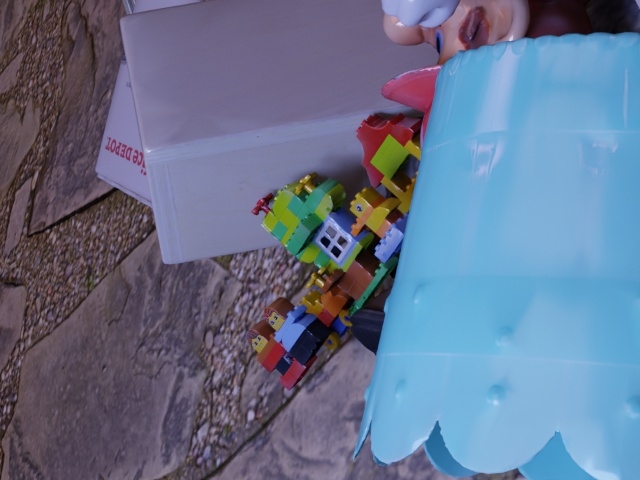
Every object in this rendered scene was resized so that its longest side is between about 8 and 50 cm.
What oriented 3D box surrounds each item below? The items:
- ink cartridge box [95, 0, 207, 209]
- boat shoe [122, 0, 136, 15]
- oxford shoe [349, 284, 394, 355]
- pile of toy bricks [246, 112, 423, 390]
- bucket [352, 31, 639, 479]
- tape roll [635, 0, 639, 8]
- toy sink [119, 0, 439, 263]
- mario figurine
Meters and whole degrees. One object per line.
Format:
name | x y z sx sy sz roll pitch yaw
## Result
ink cartridge box | -0.086 -0.161 1.563 0.197 0.114 0.273 26 102 63
boat shoe | -0.175 -0.307 1.820 0.094 0.109 0.302 -54 37 45
oxford shoe | 0.087 0.043 1.186 0.096 0.083 0.227 -54 10 -19
pile of toy bricks | 0.000 0.000 1.269 0.105 0.118 0.212 43 135 9
bucket | 0.159 0.027 0.809 0.281 0.281 0.183 -7 73 64
tape roll | 0.278 -0.262 0.901 0.392 0.072 0.392 -34 50 55
toy sink | -0.018 -0.091 1.344 0.131 0.234 0.153 84 173 -47
mario figurine | 0.096 -0.198 1.114 0.170 0.198 0.321 6 86 59
